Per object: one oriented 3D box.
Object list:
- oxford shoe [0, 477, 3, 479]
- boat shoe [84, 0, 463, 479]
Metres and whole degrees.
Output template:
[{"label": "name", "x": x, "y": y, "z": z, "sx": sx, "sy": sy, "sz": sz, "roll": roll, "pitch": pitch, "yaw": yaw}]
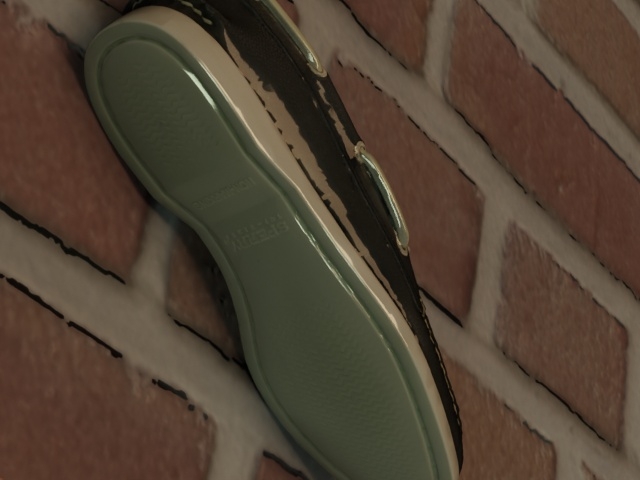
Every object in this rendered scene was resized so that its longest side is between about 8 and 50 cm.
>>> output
[{"label": "oxford shoe", "x": -0.221, "y": 0.074, "z": 0.508, "sx": 0.397, "sy": 0.140, "sz": 0.146, "roll": 47, "pitch": 52, "yaw": -34}, {"label": "boat shoe", "x": 0.000, "y": 0.000, "z": 0.868, "sx": 0.091, "sy": 0.114, "sz": 0.302, "roll": -48, "pitch": 120, "yaw": -44}]
